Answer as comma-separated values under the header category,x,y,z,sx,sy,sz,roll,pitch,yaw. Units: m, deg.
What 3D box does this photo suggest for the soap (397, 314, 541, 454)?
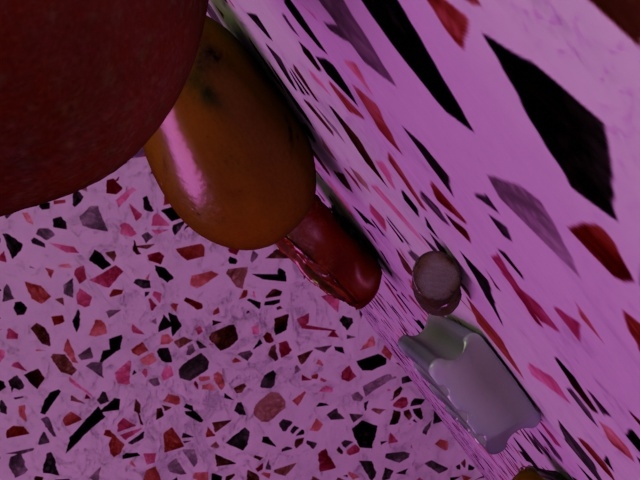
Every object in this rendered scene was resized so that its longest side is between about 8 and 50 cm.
category,x,y,z,sx,sy,sz,roll,pitch,yaw
soap,0.152,0.146,1.132,0.119,0.066,0.198,51,178,-5

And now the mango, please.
category,x,y,z,sx,sy,sz,roll,pitch,yaw
mango,-0.119,-0.127,1.187,0.211,0.173,0.317,49,169,48

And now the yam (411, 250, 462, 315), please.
category,x,y,z,sx,sy,sz,roll,pitch,yaw
yam,0.099,0.038,0.904,0.043,0.043,0.094,52,177,14

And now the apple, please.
category,x,y,z,sx,sy,sz,roll,pitch,yaw
apple,-0.224,-0.169,0.604,0.348,0.348,0.277,-130,29,-48

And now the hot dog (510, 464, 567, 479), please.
category,x,y,z,sx,sy,sz,roll,pitch,yaw
hot dog,0.300,0.354,1.198,0.162,0.082,0.270,52,177,-24

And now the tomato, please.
category,x,y,z,sx,sy,sz,roll,pitch,yaw
tomato,0.003,-0.002,1.513,0.228,0.101,0.228,44,175,5
